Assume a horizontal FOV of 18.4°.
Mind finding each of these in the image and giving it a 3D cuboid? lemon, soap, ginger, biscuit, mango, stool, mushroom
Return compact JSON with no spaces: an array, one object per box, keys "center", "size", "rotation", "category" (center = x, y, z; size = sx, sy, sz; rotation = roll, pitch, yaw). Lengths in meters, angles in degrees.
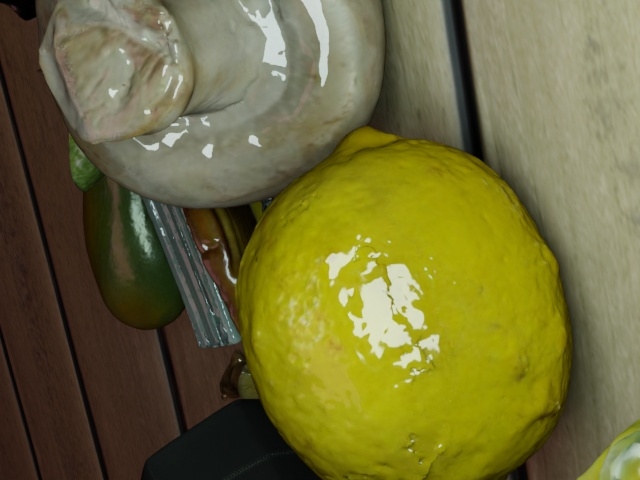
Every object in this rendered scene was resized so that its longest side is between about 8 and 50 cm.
[{"center":[0.062,0.061,1.498],"size":[0.260,0.260,0.284],"rotation":[27,136,60],"category":"lemon"},{"center":[-0.123,0.014,2.149],"size":[0.114,0.063,0.198],"rotation":[-11,100,67],"category":"soap"},{"center":[-0.084,0.160,2.229],"size":[0.057,0.044,0.137],"rotation":[55,164,-16],"category":"ginger"},{"center":[-0.062,0.017,1.858],"size":[0.318,0.040,0.318],"rotation":[61,-172,-15],"category":"biscuit"},{"center":[-0.218,-0.017,2.280],"size":[0.156,0.114,0.251],"rotation":[-149,41,-69],"category":"mango"},{"center":[-0.076,0.277,2.079],"size":[0.141,0.232,0.232],"rotation":[58,157,30],"category":"stool"},{"center":[-0.098,-0.151,1.580],"size":[0.290,0.298,0.297],"rotation":[-57,-45,-66],"category":"mushroom"}]

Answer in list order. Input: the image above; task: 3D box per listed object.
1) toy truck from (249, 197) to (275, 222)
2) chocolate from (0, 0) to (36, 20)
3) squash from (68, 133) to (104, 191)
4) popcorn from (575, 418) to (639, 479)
[{"center":[0.000,0.000,1.797],"size":[0.226,0.098,0.114],"rotation":[66,163,13],"category":"toy truck"},{"center":[-0.286,-0.304,2.082],"size":[0.177,0.224,0.206],"rotation":[51,123,6],"category":"chocolate"},{"center":[-0.197,-0.200,1.803],"size":[0.189,0.260,0.189],"rotation":[42,177,2],"category":"squash"},{"center":[0.245,0.269,1.248],"size":[0.312,0.312,0.312],"rotation":[50,153,39],"category":"popcorn"}]
